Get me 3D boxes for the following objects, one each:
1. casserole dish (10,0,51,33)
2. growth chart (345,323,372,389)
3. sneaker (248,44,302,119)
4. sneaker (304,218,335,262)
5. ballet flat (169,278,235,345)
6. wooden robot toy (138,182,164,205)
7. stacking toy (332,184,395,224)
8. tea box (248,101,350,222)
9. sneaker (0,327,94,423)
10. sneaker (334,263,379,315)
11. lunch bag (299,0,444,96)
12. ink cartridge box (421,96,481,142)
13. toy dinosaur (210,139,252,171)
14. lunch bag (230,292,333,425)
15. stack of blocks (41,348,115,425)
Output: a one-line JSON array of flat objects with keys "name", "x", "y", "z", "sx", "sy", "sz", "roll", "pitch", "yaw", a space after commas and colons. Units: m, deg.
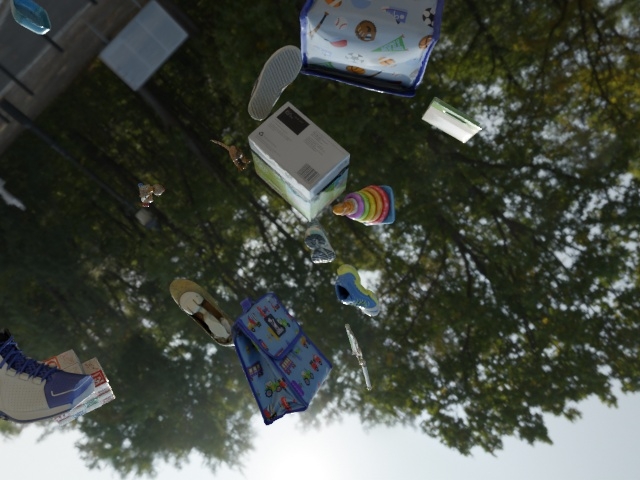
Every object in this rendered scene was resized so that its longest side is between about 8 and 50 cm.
[{"name": "casserole dish", "x": -0.891, "y": -0.691, "z": 1.735, "sx": 0.037, "sy": 0.114, "sz": 0.188, "roll": -48, "pitch": -131, "yaw": 18}, {"name": "growth chart", "x": 0.130, "y": 0.390, "z": 1.936, "sx": 0.021, "sy": 0.172, "sz": 0.237, "roll": -19, "pitch": -151, "yaw": -3}, {"name": "sneaker", "x": -0.182, "y": -0.630, "z": 2.209, "sx": 0.321, "sy": 0.126, "sz": 0.127, "roll": -50, "pitch": -158, "yaw": 26}, {"name": "sneaker", "x": 0.000, "y": 0.000, "z": 2.506, "sx": 0.110, "sy": 0.283, "sz": 0.122, "roll": -8, "pitch": -122, "yaw": 7}, {"name": "ballet flat", "x": -0.447, "y": 0.278, "z": 2.184, "sx": 0.123, "sy": 0.348, "sz": 0.123, "roll": -46, "pitch": -177, "yaw": 3}, {"name": "wooden robot toy", "x": -0.547, "y": -0.154, "z": 1.853, "sx": 0.079, "sy": 0.076, "sz": 0.173, "roll": -10, "pitch": -171, "yaw": -13}, {"name": "stacking toy", "x": 0.152, "y": -0.138, "z": 2.299, "sx": 0.175, "sy": 0.301, "sz": 0.166, "roll": -3, "pitch": -86, "yaw": 43}, {"name": "tea box", "x": -0.081, "y": -0.298, "z": 2.215, "sx": 0.220, "sy": 0.329, "sz": 0.323, "roll": -44, "pitch": 166, "yaw": -13}, {"name": "sneaker", "x": -0.670, "y": 0.286, "z": 1.229, "sx": 0.315, "sy": 0.182, "sz": 0.127, "roll": -3, "pitch": -170, "yaw": 8}, {"name": "sneaker", "x": 0.120, "y": 0.206, "z": 2.028, "sx": 0.091, "sy": 0.240, "sz": 0.126, "roll": -20, "pitch": -155, "yaw": 40}, {"name": "lunch bag", "x": 0.117, "y": -0.511, "z": 1.431, "sx": 0.385, "sy": 0.327, "sz": 0.239, "roll": 104, "pitch": -3, "yaw": -80}, {"name": "ink cartridge box", "x": 0.420, "y": -0.390, "z": 1.790, "sx": 0.056, "sy": 0.171, "sz": 0.235, "roll": -59, "pitch": 178, "yaw": -1}, {"name": "toy dinosaur", "x": -0.289, "y": -0.298, "z": 1.917, "sx": 0.064, "sy": 0.112, "sz": 0.211, "roll": -39, "pitch": -151, "yaw": -11}, {"name": "lunch bag", "x": -0.122, "y": 0.276, "z": 1.454, "sx": 0.138, "sy": 0.293, "sz": 0.221, "roll": -29, "pitch": -175, "yaw": 23}, {"name": "stack of blocks", "x": -0.703, "y": 0.413, "z": 1.613, "sx": 0.171, "sy": 0.087, "sz": 0.297, "roll": -25, "pitch": 157, "yaw": -23}]
